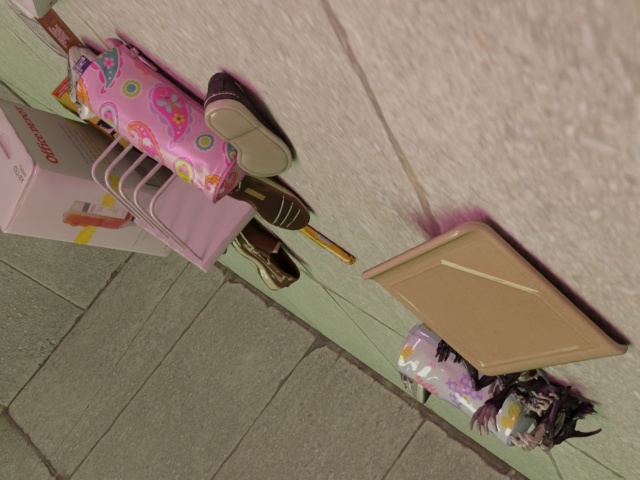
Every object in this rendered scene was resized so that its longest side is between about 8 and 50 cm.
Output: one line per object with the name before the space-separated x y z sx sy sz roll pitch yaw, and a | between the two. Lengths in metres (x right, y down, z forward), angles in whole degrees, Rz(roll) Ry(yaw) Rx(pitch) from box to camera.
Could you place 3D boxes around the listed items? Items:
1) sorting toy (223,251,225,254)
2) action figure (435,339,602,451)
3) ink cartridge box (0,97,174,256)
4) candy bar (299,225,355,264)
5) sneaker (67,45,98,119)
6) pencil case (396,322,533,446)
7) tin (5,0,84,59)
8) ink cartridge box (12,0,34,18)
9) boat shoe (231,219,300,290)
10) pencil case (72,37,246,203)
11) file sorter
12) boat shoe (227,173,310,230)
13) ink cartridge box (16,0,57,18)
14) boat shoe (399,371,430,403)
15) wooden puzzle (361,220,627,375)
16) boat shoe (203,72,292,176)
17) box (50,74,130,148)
sorting toy | -0.280 -0.087 1.603 0.229 0.041 0.307 55 166 5
action figure | 0.298 0.248 1.072 0.275 0.141 0.164 41 158 -7
ink cartridge box | -0.498 -0.126 1.473 0.384 0.160 0.279 13 -153 -50
candy bar | 0.000 0.000 1.329 0.161 0.018 0.040 34 173 16
sneaker | -0.376 -0.273 1.221 0.232 0.115 0.090 -125 39 -47
pencil case | 0.269 0.258 1.281 0.273 0.113 0.124 30 160 37
tin | -0.497 -0.390 1.261 0.106 0.040 0.190 28 167 25
ink cartridge box | -0.434 -0.408 1.006 0.179 0.045 0.145 -4 140 48
boat shoe | -0.136 0.012 1.727 0.095 0.095 0.257 -15 128 32
pencil case | -0.230 -0.180 1.052 0.284 0.124 0.124 38 170 6
file sorter | -0.264 -0.108 1.278 0.277 0.193 0.173 27 163 47
boat shoe | -0.094 -0.087 1.177 0.190 0.068 0.072 34 -152 -32
ink cartridge box | -0.243 -0.288 0.568 0.127 0.128 0.176 41 169 -15
boat shoe | 0.227 0.300 1.618 0.103 0.118 0.320 31 176 12
wooden puzzle | 0.192 0.073 0.807 0.238 0.044 0.221 37 152 -12
boat shoe | -0.092 -0.149 0.928 0.206 0.075 0.065 46 -149 -63
box | -0.472 -0.285 1.503 0.232 0.087 0.058 34 168 29
